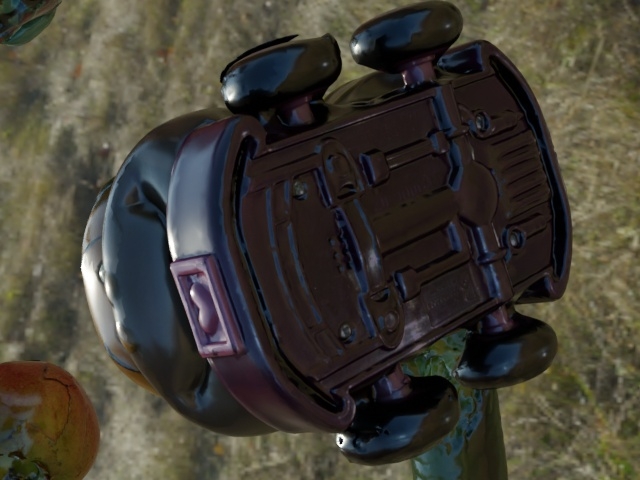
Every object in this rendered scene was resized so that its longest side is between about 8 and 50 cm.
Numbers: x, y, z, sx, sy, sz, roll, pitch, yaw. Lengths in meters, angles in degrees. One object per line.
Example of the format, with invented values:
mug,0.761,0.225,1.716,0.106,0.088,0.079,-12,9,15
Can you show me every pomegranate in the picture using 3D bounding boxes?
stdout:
pomegranate,-0.399,0.272,1.500,0.210,0.210,0.235,-63,29,28

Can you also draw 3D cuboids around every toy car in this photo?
toy car,0.000,0.000,0.776,0.240,0.340,0.271,-11,98,50

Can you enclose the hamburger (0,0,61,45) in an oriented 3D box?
hamburger,-0.357,-0.240,1.045,0.260,0.276,0.151,-12,109,55

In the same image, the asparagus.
asparagus,0.150,0.237,1.227,0.108,0.128,0.382,6,111,45
